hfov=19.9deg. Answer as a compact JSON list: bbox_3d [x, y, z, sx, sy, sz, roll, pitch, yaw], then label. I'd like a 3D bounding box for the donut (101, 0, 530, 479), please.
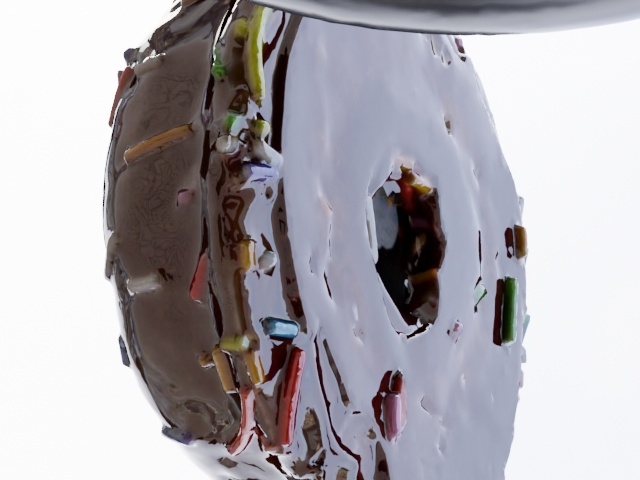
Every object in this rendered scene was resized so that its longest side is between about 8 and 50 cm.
[{"bbox_3d":[0.000,0.000,0.676,0.089,0.235,0.235,-7,-110,28],"label":"donut"}]

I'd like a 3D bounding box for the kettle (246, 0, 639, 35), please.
[{"bbox_3d":[0.023,-0.179,0.425,0.290,0.207,0.268,-3,-93,10],"label":"kettle"}]
